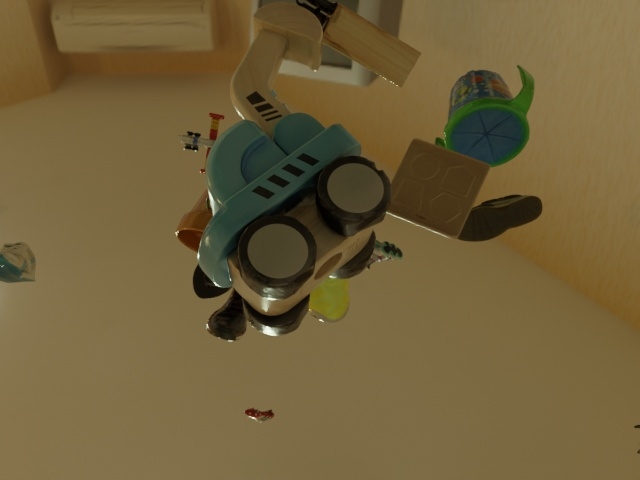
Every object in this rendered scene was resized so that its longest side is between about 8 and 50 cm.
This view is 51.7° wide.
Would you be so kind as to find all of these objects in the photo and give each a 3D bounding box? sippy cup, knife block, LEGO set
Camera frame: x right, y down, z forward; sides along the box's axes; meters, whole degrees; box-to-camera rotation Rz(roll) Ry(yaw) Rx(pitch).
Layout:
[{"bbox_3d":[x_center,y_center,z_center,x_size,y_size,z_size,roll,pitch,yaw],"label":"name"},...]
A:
[{"bbox_3d":[0.465,-0.365,1.901,0.305,0.240,0.224,-11,-134,15],"label":"sippy cup"},{"bbox_3d":[0.051,-0.450,1.421,0.275,0.088,0.242,39,-162,27],"label":"knife block"},{"bbox_3d":[-0.142,-0.169,1.231,0.244,0.182,0.060,-40,-168,-11],"label":"LEGO set"}]

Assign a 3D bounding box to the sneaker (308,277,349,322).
[{"bbox_3d":[0.000,0.000,1.515,0.145,0.385,0.147,-9,178,-19],"label":"sneaker"}]

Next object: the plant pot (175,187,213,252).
[{"bbox_3d":[-0.273,-0.065,1.838,0.205,0.205,0.188,11,-113,17],"label":"plant pot"}]

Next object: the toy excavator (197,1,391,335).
[{"bbox_3d":[-0.069,-0.147,1.051,0.433,0.222,0.445,-39,-106,-19],"label":"toy excavator"}]

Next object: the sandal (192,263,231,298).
[{"bbox_3d":[-0.206,0.053,1.493,0.097,0.254,0.054,60,-151,6],"label":"sandal"}]

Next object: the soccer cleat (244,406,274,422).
[{"bbox_3d":[-0.154,0.438,1.644,0.083,0.036,0.029,12,-154,-33],"label":"soccer cleat"}]

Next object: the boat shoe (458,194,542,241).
[{"bbox_3d":[0.400,-0.055,1.532,0.223,0.080,0.073,-17,-166,-6],"label":"boat shoe"}]

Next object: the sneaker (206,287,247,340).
[{"bbox_3d":[-0.228,0.156,1.806,0.106,0.163,0.281,17,-165,1],"label":"sneaker"}]

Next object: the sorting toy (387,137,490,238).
[{"bbox_3d":[0.260,-0.119,1.505,0.193,0.038,0.208,23,-107,18],"label":"sorting toy"}]

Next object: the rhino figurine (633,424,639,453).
[{"bbox_3d":[0.786,0.489,1.434,0.106,0.073,0.243,-38,-130,-9],"label":"rhino figurine"}]

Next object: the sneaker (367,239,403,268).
[{"bbox_3d":[0.108,0.033,1.289,0.098,0.069,0.038,20,-139,7],"label":"sneaker"}]

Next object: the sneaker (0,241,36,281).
[{"bbox_3d":[-0.750,0.047,1.592,0.087,0.092,0.228,-3,171,-11],"label":"sneaker"}]
